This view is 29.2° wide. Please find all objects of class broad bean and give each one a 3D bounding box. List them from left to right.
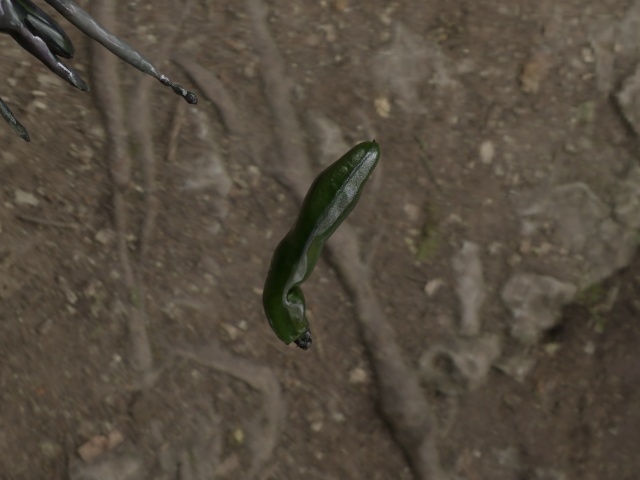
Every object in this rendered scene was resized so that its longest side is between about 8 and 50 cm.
[{"bbox_3d":[-0.007,0.001,1.044,0.061,0.046,0.195,9,106,-37],"label":"broad bean"}]

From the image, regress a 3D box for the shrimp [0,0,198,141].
[{"bbox_3d":[-0.153,-0.104,0.233,0.116,0.145,0.343,-32,138,16],"label":"shrimp"}]
